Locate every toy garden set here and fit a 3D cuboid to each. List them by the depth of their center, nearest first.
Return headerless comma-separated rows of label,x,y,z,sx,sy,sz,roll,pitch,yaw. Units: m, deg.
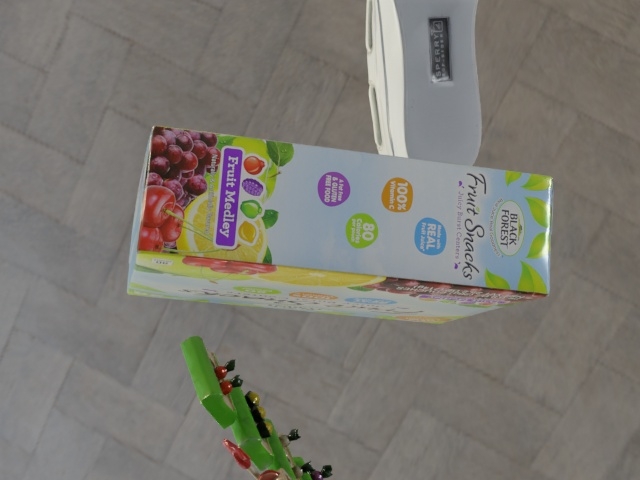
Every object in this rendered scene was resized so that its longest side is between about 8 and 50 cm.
toy garden set,-0.033,0.219,1.068,0.049,0.204,0.244,-35,121,1

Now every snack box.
snack box,0.000,0.000,0.607,0.207,0.174,0.070,8,80,-11

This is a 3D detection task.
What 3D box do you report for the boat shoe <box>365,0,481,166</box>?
boat shoe,0.068,-0.171,0.818,0.095,0.084,0.258,1,96,-26
